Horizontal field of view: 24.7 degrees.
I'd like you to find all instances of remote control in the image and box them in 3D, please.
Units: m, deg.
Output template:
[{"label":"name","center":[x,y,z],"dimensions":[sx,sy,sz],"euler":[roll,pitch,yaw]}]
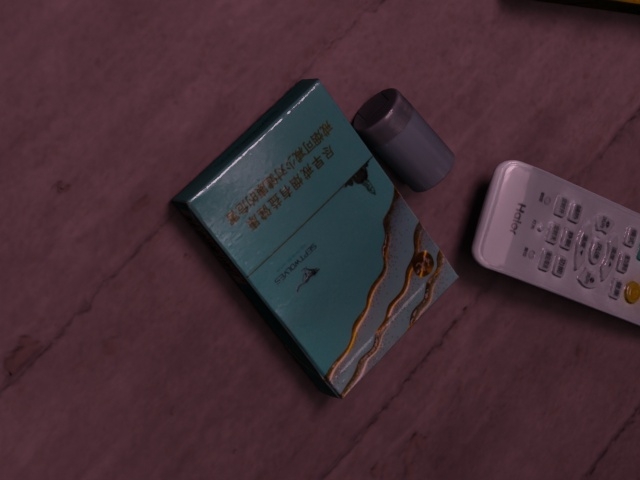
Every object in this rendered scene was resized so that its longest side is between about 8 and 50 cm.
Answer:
[{"label":"remote control","center":[0.261,0.012,1.398],"dimensions":[0.293,0.051,0.103],"euler":[20,85,-33]}]

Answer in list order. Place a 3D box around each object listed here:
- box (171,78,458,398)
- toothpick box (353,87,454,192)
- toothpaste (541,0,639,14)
[{"label":"box","center":[0.000,0.000,1.254],"dimensions":[0.162,0.041,0.229],"euler":[-45,113,-18]},{"label":"toothpick box","center":[0.074,-0.088,1.282],"dimensions":[0.083,0.052,0.052],"euler":[45,73,-26]},{"label":"toothpaste","center":[0.320,-0.272,1.391],"dimensions":[0.327,0.077,0.110],"euler":[2,92,-30]}]
